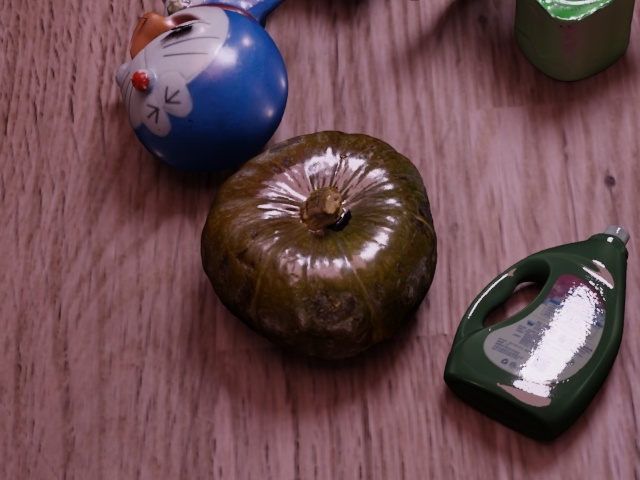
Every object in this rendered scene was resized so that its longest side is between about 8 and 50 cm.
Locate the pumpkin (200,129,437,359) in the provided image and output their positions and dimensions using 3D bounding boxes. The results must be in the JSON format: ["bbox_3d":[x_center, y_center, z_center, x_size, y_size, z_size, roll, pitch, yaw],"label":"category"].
[{"bbox_3d":[0.000,0.000,1.278,0.219,0.162,0.219,-1,59,1],"label":"pumpkin"}]

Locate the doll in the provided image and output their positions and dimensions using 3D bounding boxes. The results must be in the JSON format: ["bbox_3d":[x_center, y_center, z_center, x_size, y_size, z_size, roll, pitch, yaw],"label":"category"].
[{"bbox_3d":[-0.108,-0.190,1.406,0.215,0.161,0.256,-26,43,24],"label":"doll"}]

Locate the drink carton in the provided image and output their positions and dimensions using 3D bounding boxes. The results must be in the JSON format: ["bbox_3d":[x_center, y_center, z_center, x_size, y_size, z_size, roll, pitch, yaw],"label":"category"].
[{"bbox_3d":[0.247,-0.244,1.401,0.146,0.142,0.144,-30,63,-10],"label":"drink carton"}]

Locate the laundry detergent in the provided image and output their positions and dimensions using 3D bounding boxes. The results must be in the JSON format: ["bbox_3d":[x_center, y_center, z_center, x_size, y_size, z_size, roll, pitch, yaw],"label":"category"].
[{"bbox_3d":[0.206,0.065,1.268,0.137,0.063,0.211,23,64,26],"label":"laundry detergent"}]
